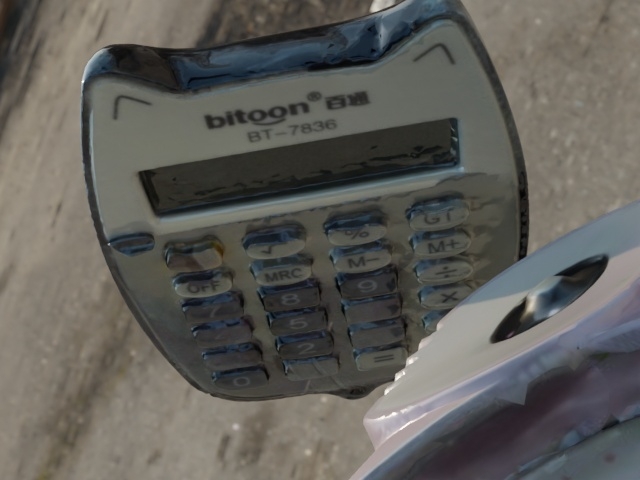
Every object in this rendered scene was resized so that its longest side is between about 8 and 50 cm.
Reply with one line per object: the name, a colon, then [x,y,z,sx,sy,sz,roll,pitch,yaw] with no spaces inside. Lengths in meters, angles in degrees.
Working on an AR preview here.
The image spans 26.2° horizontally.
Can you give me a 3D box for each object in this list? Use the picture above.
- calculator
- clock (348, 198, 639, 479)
calculator: [0.000,0.000,0.584,0.268,0.177,0.040,79,-177,-51]
clock: [0.131,0.152,0.318,0.368,0.250,0.377,-18,33,21]
